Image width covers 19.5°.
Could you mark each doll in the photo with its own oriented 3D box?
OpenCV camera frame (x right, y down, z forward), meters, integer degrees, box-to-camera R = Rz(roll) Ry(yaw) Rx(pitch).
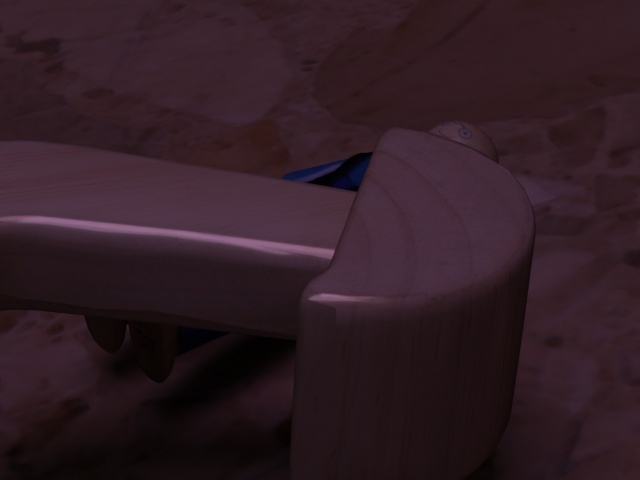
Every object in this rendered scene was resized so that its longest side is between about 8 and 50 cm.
[{"bbox_3d":[0.000,0.000,0.766,0.189,0.046,0.129,-26,30,-30],"label":"doll"}]

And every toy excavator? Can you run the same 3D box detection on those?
[{"bbox_3d":[-0.209,0.017,0.582,0.433,0.222,0.445,22,35,29],"label":"toy excavator"}]
